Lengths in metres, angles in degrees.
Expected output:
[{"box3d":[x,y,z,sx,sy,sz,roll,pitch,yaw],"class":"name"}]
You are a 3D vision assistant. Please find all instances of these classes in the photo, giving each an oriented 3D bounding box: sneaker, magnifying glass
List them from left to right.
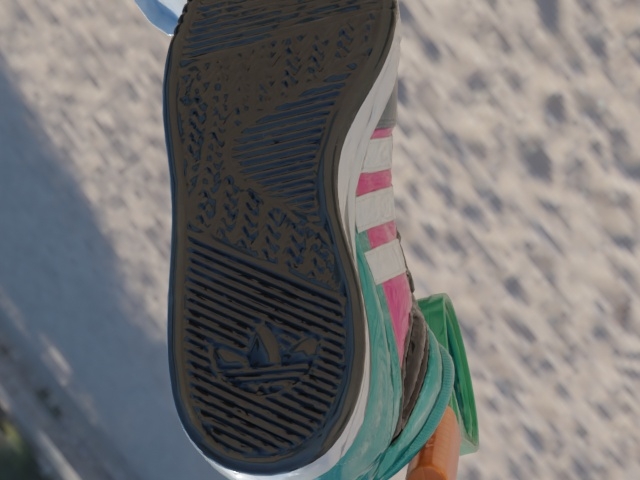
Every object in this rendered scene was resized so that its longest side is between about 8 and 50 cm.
[{"box3d":[0.000,0.000,0.828,0.178,0.124,0.295,71,-159,-61],"class":"sneaker"},{"box3d":[0.063,0.092,0.921,0.231,0.026,0.092,-69,-34,-76],"class":"magnifying glass"}]

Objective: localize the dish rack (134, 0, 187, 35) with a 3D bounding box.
[{"box3d":[-0.112,-0.231,1.333,0.285,0.072,0.333,37,169,41],"class":"dish rack"}]
